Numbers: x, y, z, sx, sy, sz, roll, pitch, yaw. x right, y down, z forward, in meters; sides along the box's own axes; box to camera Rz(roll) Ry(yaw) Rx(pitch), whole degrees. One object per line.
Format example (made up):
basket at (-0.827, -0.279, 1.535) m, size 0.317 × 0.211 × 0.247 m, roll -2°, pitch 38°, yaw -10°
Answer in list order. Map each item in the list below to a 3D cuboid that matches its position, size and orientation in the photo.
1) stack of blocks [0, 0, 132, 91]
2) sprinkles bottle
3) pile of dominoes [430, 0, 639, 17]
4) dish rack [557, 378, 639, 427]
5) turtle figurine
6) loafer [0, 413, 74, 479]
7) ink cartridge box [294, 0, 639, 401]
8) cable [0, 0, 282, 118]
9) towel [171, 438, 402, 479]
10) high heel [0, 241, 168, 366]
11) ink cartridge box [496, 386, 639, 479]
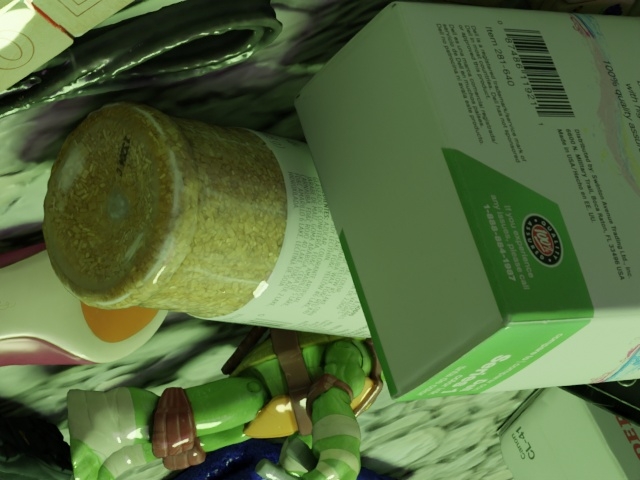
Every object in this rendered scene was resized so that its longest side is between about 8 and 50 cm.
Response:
stack of blocks at (-0.233, -0.102, 0.806) m, size 0.297 × 0.171 × 0.087 m, roll -32°, pitch 153°, yaw 10°
sprinkles bottle at (0.000, 0.000, 1.234) m, size 0.355 × 0.121 × 0.121 m, roll 10°, pitch 136°, yaw -47°
pile of dominoes at (0.139, -0.114, 1.254) m, size 0.196 × 0.040 × 0.251 m, roll -12°, pitch 150°, yaw -26°
dish rack at (0.298, 0.080, 1.559) m, size 0.271 × 0.208 × 0.074 m, roll 104°, pitch 11°, yaw -67°
turtle figurine at (-0.032, 0.166, 1.392) m, size 0.266 × 0.198 × 0.274 m, roll -7°, pitch 110°, yaw 0°
loafer at (-0.239, 0.150, 1.353) m, size 0.078 × 0.076 × 0.223 m, roll -38°, pitch 156°, yaw 6°
ink cartridge box at (0.149, -0.024, 1.182) m, size 0.278 × 0.201 × 0.117 m, roll -1°, pitch 154°, yaw -37°
cable at (-0.152, -0.072, 1.040) m, size 0.287 × 0.072 × 0.139 m, roll -6°, pitch 152°, yaw -35°
towel at (-0.056, 0.269, 1.726) m, size 0.228 × 0.076 × 0.308 m, roll -35°, pitch 152°, yaw 16°
high heel at (-0.207, 0.048, 1.233) m, size 0.117 × 0.082 × 0.244 m, roll -7°, pitch -174°, yaw 41°
ink cartridge box at (0.350, 0.221, 1.830) m, size 0.306 × 0.226 × 0.131 m, roll -5°, pitch 146°, yaw -37°
